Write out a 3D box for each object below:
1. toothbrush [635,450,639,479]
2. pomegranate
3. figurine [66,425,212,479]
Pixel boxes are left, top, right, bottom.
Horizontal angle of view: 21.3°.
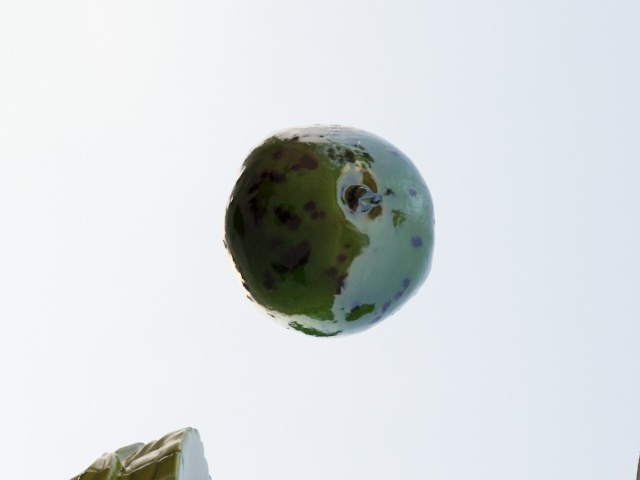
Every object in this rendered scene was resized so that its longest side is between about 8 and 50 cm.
[{"bbox_3d":[0.305,0.303,1.688,0.022,0.017,0.204,118,-15,-84],"label":"toothbrush"},{"bbox_3d":[0.000,0.000,1.645,0.263,0.211,0.211,126,-38,-61],"label":"pomegranate"},{"bbox_3d":[-0.242,0.232,1.241,0.187,0.315,0.168,78,13,-54],"label":"figurine"}]
